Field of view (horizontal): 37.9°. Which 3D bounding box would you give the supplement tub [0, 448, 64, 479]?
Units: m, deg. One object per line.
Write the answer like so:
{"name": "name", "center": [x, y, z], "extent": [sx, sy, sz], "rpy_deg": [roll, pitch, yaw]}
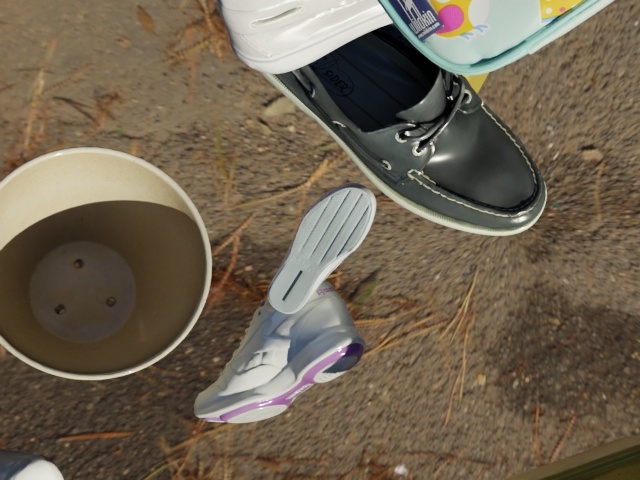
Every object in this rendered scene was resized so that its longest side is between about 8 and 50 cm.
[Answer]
{"name": "supplement tub", "center": [-0.311, 0.218, 0.742], "extent": [0.190, 0.117, 0.117], "rpy_deg": [3, 92, 14]}

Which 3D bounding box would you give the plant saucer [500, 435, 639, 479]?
{"name": "plant saucer", "center": [0.388, 0.391, 1.160], "extent": [0.333, 0.332, 0.081], "rpy_deg": [56, 145, 38]}

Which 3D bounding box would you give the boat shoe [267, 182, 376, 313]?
{"name": "boat shoe", "center": [0.000, 0.000, 1.265], "extent": [0.083, 0.076, 0.226], "rpy_deg": [39, 119, -4]}

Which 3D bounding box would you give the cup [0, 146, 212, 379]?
{"name": "cup", "center": [-0.348, 0.055, 1.391], "extent": [0.330, 0.237, 0.331], "rpy_deg": [5, 74, -17]}

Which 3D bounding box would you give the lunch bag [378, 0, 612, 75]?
{"name": "lunch bag", "center": [0.116, -0.240, 0.514], "extent": [0.279, 0.108, 0.224], "rpy_deg": [-33, 101, 20]}

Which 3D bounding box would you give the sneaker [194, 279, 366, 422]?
{"name": "sneaker", "center": [-0.071, 0.170, 1.388], "extent": [0.305, 0.114, 0.152], "rpy_deg": [-32, 64, 23]}

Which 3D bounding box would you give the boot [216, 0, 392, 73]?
{"name": "boot", "center": [0.037, -0.228, 0.705], "extent": [0.258, 0.123, 0.095], "rpy_deg": [-32, 65, -4]}

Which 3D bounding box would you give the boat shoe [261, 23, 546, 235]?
{"name": "boat shoe", "center": [0.075, -0.130, 0.865], "extent": [0.340, 0.113, 0.127], "rpy_deg": [42, 79, 4]}

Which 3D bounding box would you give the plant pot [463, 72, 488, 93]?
{"name": "plant pot", "center": [0.103, -0.265, 0.999], "extent": [0.212, 0.212, 0.187], "rpy_deg": [28, 140, 6]}
